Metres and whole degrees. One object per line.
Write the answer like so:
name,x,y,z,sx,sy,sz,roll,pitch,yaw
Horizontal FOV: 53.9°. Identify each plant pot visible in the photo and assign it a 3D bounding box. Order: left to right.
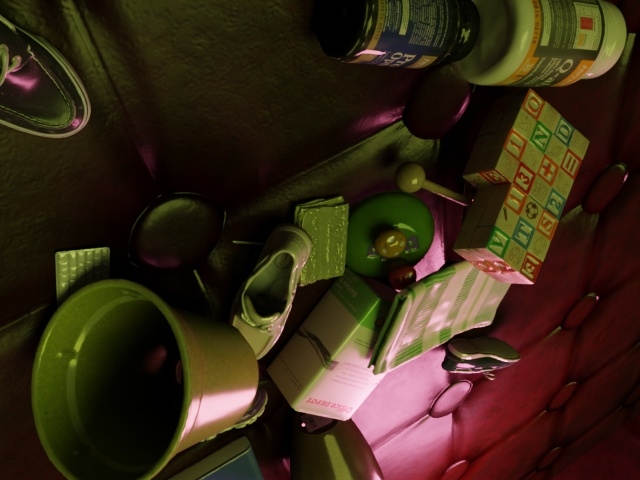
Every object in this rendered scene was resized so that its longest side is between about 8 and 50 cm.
plant pot,-0.229,0.205,0.937,0.276,0.276,0.254,-52,154,10
plant pot,0.017,0.473,1.400,0.215,0.215,0.231,-25,121,-19

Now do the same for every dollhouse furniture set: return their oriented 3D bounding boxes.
dollhouse furniture set,0.352,-0.086,1.218,0.151,0.144,0.123,0,132,7

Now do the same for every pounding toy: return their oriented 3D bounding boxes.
pounding toy,0.144,-0.002,1.103,0.182,0.110,0.237,28,115,-28

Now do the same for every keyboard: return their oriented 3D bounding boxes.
keyboard,-0.354,0.117,0.939,0.072,0.014,0.256,-10,129,-32

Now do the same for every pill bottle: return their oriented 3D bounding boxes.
pill bottle,0.112,-0.302,0.868,0.219,0.123,0.123,-6,127,-34
pill bottle,0.349,-0.327,1.003,0.278,0.162,0.162,-8,128,-33

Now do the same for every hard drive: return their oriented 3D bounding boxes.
hard drive,-0.222,0.582,1.406,0.210,0.040,0.319,-27,136,-17

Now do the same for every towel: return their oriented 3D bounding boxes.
towel,0.000,0.000,1.077,0.110,0.027,0.148,-12,111,-33
towel,0.249,0.128,1.207,0.324,0.038,0.248,-16,139,-30

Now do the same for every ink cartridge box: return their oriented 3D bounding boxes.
ink cartridge box,0.055,0.211,1.256,0.273,0.115,0.198,-52,138,8

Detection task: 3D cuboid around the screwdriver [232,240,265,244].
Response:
screwdriver,-0.071,0.005,1.060,0.169,0.024,0.025,10,128,-38

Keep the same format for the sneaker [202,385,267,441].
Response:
sneaker,-0.181,0.325,1.208,0.169,0.068,0.071,-23,129,-20

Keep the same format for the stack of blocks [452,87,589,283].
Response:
stack of blocks,0.343,-0.093,1.114,0.171,0.087,0.297,32,74,-23

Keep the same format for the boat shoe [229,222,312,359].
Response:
boat shoe,-0.097,0.104,1.035,0.098,0.096,0.277,21,118,-1

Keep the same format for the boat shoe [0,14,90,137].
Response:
boat shoe,-0.347,-0.190,0.621,0.108,0.102,0.301,-43,138,0

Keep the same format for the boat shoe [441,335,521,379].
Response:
boat shoe,0.417,0.307,1.631,0.254,0.095,0.079,5,119,-38
